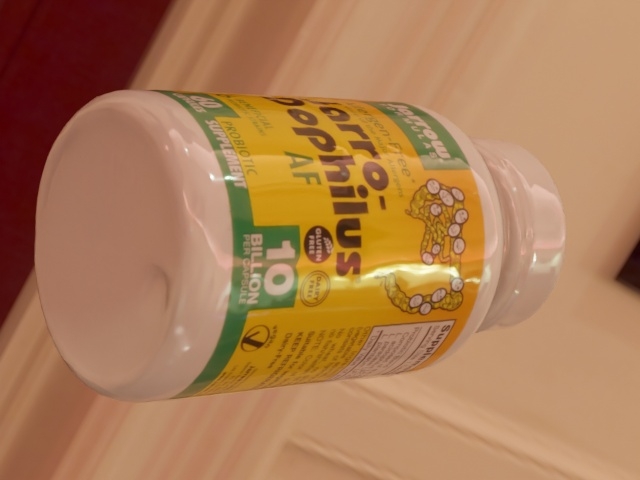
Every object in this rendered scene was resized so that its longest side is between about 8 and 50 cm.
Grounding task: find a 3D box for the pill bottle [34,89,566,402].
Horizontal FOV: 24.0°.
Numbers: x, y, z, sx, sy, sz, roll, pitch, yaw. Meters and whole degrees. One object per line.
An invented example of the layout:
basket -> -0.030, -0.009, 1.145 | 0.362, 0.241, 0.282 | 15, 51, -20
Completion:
pill bottle -> 0.000, 0.000, 0.616 | 0.208, 0.118, 0.117 | -1, 29, -40
